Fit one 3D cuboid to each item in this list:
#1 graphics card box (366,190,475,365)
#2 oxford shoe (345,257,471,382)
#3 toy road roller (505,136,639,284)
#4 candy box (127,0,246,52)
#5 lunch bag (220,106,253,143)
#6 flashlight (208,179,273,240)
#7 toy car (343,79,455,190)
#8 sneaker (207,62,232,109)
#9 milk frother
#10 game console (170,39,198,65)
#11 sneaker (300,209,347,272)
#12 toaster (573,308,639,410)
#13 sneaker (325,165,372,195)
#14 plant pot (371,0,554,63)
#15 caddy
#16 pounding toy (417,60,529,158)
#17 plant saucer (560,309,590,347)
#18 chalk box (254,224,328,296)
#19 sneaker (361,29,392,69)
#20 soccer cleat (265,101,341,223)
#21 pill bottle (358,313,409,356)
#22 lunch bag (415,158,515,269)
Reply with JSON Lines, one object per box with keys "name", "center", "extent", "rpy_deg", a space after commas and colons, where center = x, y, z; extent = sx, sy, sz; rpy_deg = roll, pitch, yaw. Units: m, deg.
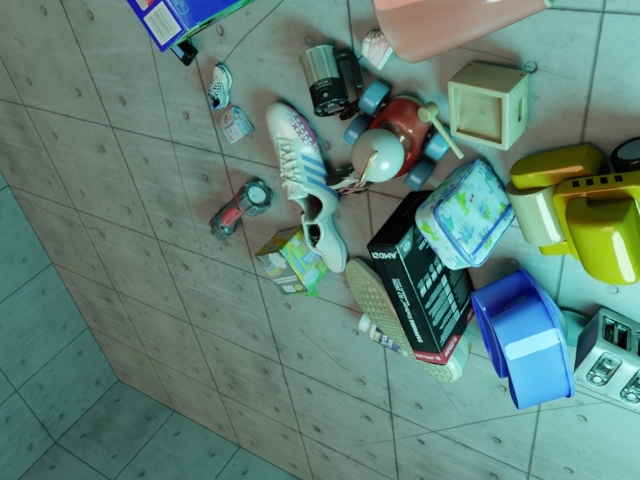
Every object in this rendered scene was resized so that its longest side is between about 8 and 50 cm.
{"name": "graphics card box", "center": [0.262, 0.091, 1.472], "extent": [0.094, 0.233, 0.371], "rpy_deg": [2, 129, 41]}
{"name": "oxford shoe", "center": [0.245, 0.206, 1.702], "extent": [0.449, 0.130, 0.169], "rpy_deg": [43, 152, 24]}
{"name": "toy road roller", "center": [0.499, -0.041, 1.123], "extent": [0.329, 0.240, 0.202], "rpy_deg": [-5, 123, 44]}
{"name": "candy box", "center": [-0.263, -0.575, 1.208], "extent": [0.122, 0.317, 0.268], "rpy_deg": [-11, 117, 49]}
{"name": "lunch bag", "center": [-0.238, -0.318, 1.660], "extent": [0.071, 0.053, 0.083], "rpy_deg": [-17, 105, 47]}
{"name": "flashlight", "center": [-0.255, -0.083, 1.867], "extent": [0.103, 0.103, 0.304], "rpy_deg": [44, 142, -8]}
{"name": "toy car", "center": [0.129, -0.185, 1.311], "extent": [0.219, 0.238, 0.210], "rpy_deg": [37, 143, 7]}
{"name": "sneaker", "center": [-0.271, -0.403, 1.599], "extent": [0.052, 0.058, 0.135], "rpy_deg": [27, 140, 19]}
{"name": "milk frother", "center": [0.030, -0.350, 1.362], "extent": [0.143, 0.129, 0.134], "rpy_deg": [97, 160, -79]}
{"name": "game console", "center": [-0.390, -0.518, 1.579], "extent": [0.122, 0.071, 0.107], "rpy_deg": [49, 142, -8]}
{"name": "sneaker", "center": [0.000, 0.000, 1.729], "extent": [0.094, 0.091, 0.258], "rpy_deg": [4, 129, 39]}
{"name": "toaster", "center": [0.664, 0.257, 1.330], "extent": [0.168, 0.185, 0.110], "rpy_deg": [28, 127, 11]}
{"name": "sneaker", "center": [0.105, -0.157, 1.517], "extent": [0.178, 0.072, 0.077], "rpy_deg": [-7, 148, 41]}
{"name": "plant pot", "center": [0.233, -0.444, 0.965], "extent": [0.243, 0.275, 0.275], "rpy_deg": [-3, 125, 32]}
{"name": "caddy", "center": [0.489, 0.228, 1.407], "extent": [0.179, 0.241, 0.341], "rpy_deg": [-22, 120, 3]}
{"name": "pounding toy", "center": [0.305, -0.259, 1.211], "extent": [0.206, 0.094, 0.181], "rpy_deg": [25, 146, 36]}
{"name": "plant saucer", "center": [0.607, 0.209, 1.456], "extent": [0.119, 0.021, 0.119], "rpy_deg": [25, 140, 22]}
{"name": "chalk box", "center": [-0.071, 0.082, 1.843], "extent": [0.132, 0.132, 0.213], "rpy_deg": [-12, 119, 46]}
{"name": "sneaker", "center": [0.127, -0.416, 1.239], "extent": [0.070, 0.051, 0.134], "rpy_deg": [37, 147, -2]}
{"name": "soccer cleat", "center": [-0.057, -0.191, 1.548], "extent": [0.116, 0.143, 0.331], "rpy_deg": [-8, 121, 45]}
{"name": "pill bottle", "center": [0.204, 0.273, 1.815], "extent": [0.169, 0.094, 0.094], "rpy_deg": [23, 139, 23]}
{"name": "lunch bag", "center": [0.318, -0.054, 1.290], "extent": [0.176, 0.219, 0.090], "rpy_deg": [54, 148, -13]}
